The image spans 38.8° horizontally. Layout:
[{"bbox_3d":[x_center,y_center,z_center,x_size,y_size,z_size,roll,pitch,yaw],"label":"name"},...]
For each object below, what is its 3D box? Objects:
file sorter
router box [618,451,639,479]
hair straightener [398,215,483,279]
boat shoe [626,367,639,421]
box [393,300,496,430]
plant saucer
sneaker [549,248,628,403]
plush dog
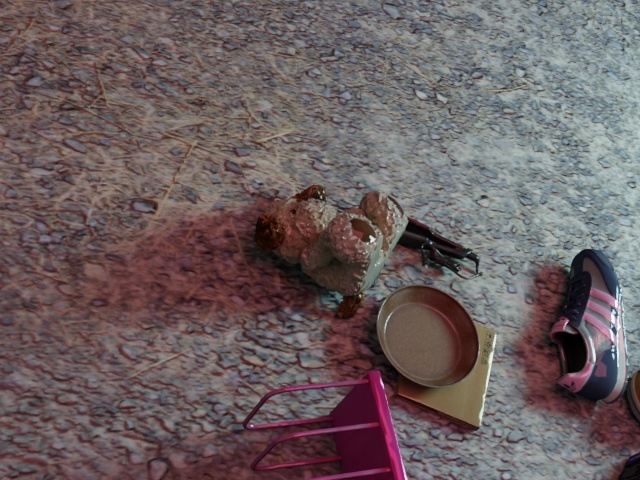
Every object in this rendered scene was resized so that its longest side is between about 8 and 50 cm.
[{"bbox_3d":[0.007,0.372,1.344,0.182,0.202,0.290,-3,63,-21],"label":"file sorter"},{"bbox_3d":[0.635,0.551,1.575,0.309,0.081,0.243,41,54,4],"label":"router box"},{"bbox_3d":[0.210,0.025,1.735,0.231,0.047,0.089,27,55,-12],"label":"hair straightener"},{"bbox_3d":[0.830,0.257,1.789,0.501,0.156,0.186,-8,63,-28],"label":"boat shoe"},{"bbox_3d":[0.228,0.221,1.633,0.165,0.021,0.201,23,56,-8],"label":"box"},{"bbox_3d":[0.186,0.173,1.609,0.199,0.036,0.198,9,58,-15],"label":"plant saucer"},{"bbox_3d":[0.501,0.147,1.738,0.131,0.112,0.318,13,56,-19],"label":"sneaker"},{"bbox_3d":[0.000,0.000,1.598,0.225,0.210,0.262,29,25,12],"label":"plush dog"}]
